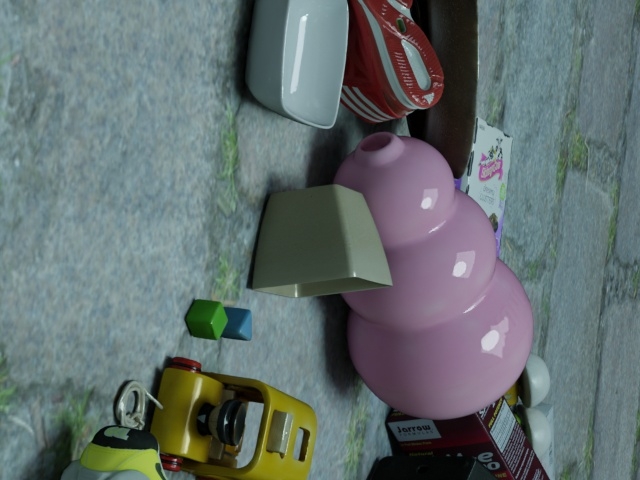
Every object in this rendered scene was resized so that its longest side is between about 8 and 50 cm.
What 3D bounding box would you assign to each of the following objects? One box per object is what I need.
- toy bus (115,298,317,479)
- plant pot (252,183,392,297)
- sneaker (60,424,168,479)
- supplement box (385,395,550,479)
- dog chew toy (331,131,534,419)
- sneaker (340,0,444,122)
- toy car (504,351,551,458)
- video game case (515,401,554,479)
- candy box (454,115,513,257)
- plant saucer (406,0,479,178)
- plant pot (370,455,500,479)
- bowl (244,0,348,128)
[{"bbox_3d":[-0.075,0.167,1.422,0.202,0.104,0.191,-53,141,-51],"label":"toy bus"},{"bbox_3d":[0.000,0.000,1.570,0.109,0.109,0.096,18,67,-66],"label":"plant pot"},{"bbox_3d":[-0.108,0.294,1.327,0.384,0.145,0.147,66,37,-51],"label":"sneaker"},{"bbox_3d":[0.194,0.280,1.955,0.239,0.130,0.073,59,39,-25],"label":"supplement box"},{"bbox_3d":[0.107,0.031,1.710,0.206,0.207,0.331,-59,138,-45],"label":"dog chew toy"},{"bbox_3d":[0.034,-0.222,1.628,0.087,0.128,0.221,-10,82,-42],"label":"sneaker"},{"bbox_3d":[0.209,0.211,2.075,0.136,0.159,0.182,-121,-157,-64],"label":"toy car"},{"bbox_3d":[0.289,0.413,2.372,0.244,0.061,0.269,-44,134,-58],"label":"video game case"},{"bbox_3d":[0.177,-0.050,1.998,0.165,0.070,0.196,15,82,-66],"label":"candy box"},{"bbox_3d":[0.123,-0.220,1.732,0.310,0.050,0.310,177,-90,-86],"label":"plant saucer"},{"bbox_3d":[0.133,0.353,1.867,0.188,0.188,0.167,-58,135,-46],"label":"plant pot"},{"bbox_3d":[-0.026,-0.183,1.524,0.142,0.053,0.142,15,82,-67],"label":"bowl"}]
